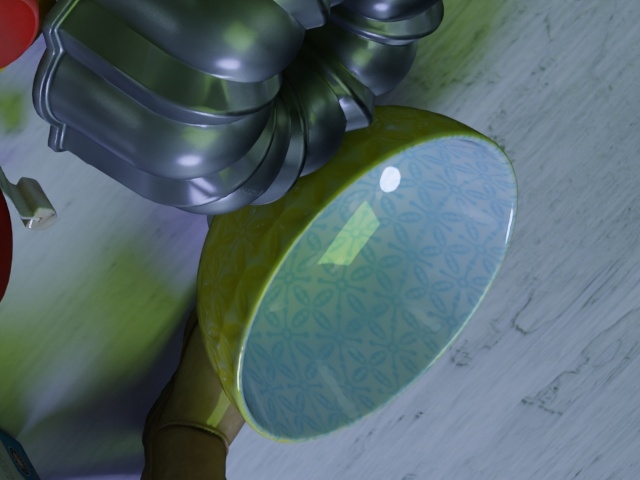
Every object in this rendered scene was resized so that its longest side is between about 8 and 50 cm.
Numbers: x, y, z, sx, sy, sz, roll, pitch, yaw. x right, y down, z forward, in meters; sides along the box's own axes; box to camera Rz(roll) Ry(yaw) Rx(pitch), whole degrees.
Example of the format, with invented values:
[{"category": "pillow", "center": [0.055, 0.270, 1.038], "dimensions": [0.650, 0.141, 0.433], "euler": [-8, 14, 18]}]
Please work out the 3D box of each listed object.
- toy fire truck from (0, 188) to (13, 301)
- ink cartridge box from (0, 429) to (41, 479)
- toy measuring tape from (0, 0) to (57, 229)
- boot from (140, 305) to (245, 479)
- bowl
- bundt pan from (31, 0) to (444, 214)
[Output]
[{"category": "toy fire truck", "center": [-0.316, 0.030, 1.028], "dimensions": [0.169, 0.254, 0.302], "euler": [1, 147, 14]}, {"category": "ink cartridge box", "center": [-0.334, 0.235, 1.341], "dimensions": [0.197, 0.198, 0.270], "euler": [-37, 145, 1]}, {"category": "toy measuring tape", "center": [-0.203, -0.126, 1.111], "dimensions": [0.121, 0.121, 0.330], "euler": [-33, 146, -6]}, {"category": "boot", "center": [-0.095, 0.195, 1.442], "dimensions": [0.089, 0.269, 0.236], "euler": [19, 125, -11]}, {"category": "bowl", "center": [0.000, 0.000, 1.384], "dimensions": [0.289, 0.156, 0.289], "euler": [-31, 143, -27]}, {"category": "bundt pan", "center": [-0.026, -0.146, 1.143], "dimensions": [0.331, 0.124, 0.331], "euler": [-43, 161, -18]}]
